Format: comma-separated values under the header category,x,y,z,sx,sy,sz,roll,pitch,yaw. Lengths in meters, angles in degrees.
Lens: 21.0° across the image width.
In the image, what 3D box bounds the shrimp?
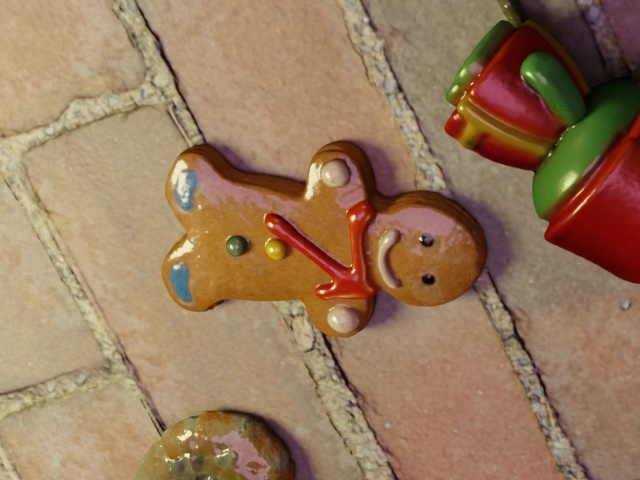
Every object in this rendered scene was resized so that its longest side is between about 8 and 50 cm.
category,x,y,z,sx,sy,sz,roll,pitch,yaw
shrimp,-0.137,0.313,1.866,0.164,0.062,0.316,26,116,6

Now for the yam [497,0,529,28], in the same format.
category,x,y,z,sx,sy,sz,roll,pitch,yaw
yam,0.125,-0.281,1.500,0.029,0.027,0.234,5,129,61

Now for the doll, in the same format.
category,x,y,z,sx,sy,sz,roll,pitch,yaw
doll,0.272,-0.050,1.496,0.363,0.160,0.182,29,161,0

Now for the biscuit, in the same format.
category,x,y,z,sx,sy,sz,roll,pitch,yaw
biscuit,-0.001,0.002,1.675,0.324,0.049,0.205,8,118,9
